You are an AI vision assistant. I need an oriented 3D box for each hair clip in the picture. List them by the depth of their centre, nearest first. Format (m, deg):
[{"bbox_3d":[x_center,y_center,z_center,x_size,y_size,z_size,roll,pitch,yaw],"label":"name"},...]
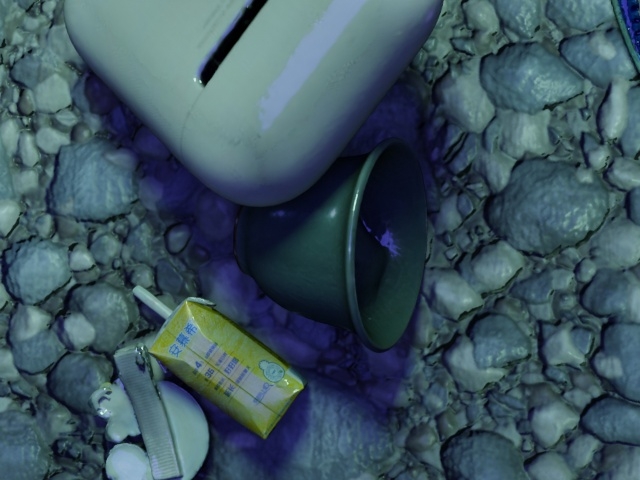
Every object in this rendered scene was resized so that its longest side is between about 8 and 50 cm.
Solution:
[{"bbox_3d":[-0.170,0.189,1.190,0.116,0.049,0.172,-15,93,10],"label":"hair clip"}]

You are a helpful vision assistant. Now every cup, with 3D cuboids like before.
[{"bbox_3d":[0.000,0.000,1.117,0.150,0.199,0.199,4,92,23],"label":"cup"}]

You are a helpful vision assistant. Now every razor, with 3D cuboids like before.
[{"bbox_3d":[0.297,-0.250,1.134,0.056,0.093,0.324,-24,84,41],"label":"razor"}]

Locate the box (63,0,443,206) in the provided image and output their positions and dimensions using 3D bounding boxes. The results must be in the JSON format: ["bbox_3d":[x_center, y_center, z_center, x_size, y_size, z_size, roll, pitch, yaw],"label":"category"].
[{"bbox_3d":[-0.072,-0.217,1.069,0.289,0.141,0.349,-51,58,9],"label":"box"}]

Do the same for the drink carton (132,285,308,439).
[{"bbox_3d":[-0.111,0.108,1.169,0.200,0.074,0.084,36,94,3],"label":"drink carton"}]
